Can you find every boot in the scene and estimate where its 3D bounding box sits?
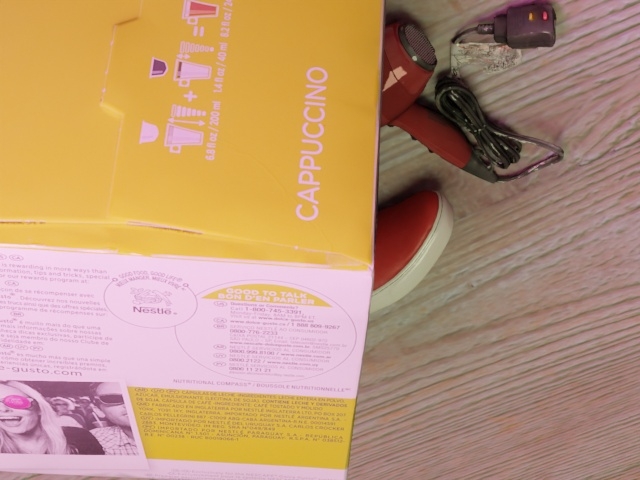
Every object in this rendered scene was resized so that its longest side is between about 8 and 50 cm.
[{"bbox_3d":[0.000,0.000,1.683,0.176,0.088,0.244,35,125,-28],"label":"boot"}]

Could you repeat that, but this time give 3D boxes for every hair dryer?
[{"bbox_3d":[0.090,-0.111,1.589,0.293,0.080,0.224,-5,133,1],"label":"hair dryer"}]

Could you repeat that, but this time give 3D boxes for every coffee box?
[{"bbox_3d":[-0.124,-0.028,1.357,0.338,0.338,0.334,4,144,0],"label":"coffee box"}]
